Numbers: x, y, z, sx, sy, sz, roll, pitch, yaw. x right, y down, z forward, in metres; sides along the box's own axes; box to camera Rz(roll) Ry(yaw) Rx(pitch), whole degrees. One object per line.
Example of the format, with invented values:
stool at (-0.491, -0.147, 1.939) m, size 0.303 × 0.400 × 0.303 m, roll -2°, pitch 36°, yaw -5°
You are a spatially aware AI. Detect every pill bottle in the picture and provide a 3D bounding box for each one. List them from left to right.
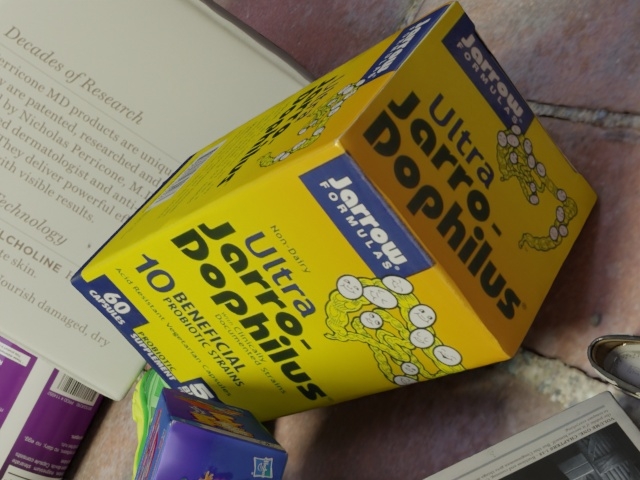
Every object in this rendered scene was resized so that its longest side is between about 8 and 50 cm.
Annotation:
pill bottle at (-0.386, 0.232, 1.305) m, size 0.181 × 0.181 × 0.323 m, roll 14°, pitch 76°, yaw 59°

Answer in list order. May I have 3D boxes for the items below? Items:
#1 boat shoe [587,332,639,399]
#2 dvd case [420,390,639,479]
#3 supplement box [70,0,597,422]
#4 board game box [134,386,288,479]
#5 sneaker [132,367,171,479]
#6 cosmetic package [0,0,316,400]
boat shoe at (0.219, 0.083, 0.666) m, size 0.125 × 0.038 × 0.046 m, roll 18°, pitch 80°, yaw 60°
dvd case at (0.143, 0.202, 0.604) m, size 0.179 × 0.029 × 0.238 m, roll -25°, pitch 33°, yaw -2°
supplement box at (0.000, 0.000, 0.858) m, size 0.356 × 0.194 × 0.195 m, roll -24°, pitch 22°, yaw 46°
board game box at (-0.121, 0.288, 0.748) m, size 0.233 × 0.078 × 0.347 m, roll 167°, pitch 120°, yaw -80°
sneaker at (-0.111, 0.178, 1.010) m, size 0.123 × 0.109 × 0.295 m, roll -56°, pitch 29°, yaw 14°
cosmetic package at (-0.245, -0.111, 1.190) m, size 0.393 × 0.327 × 0.329 m, roll -55°, pitch 15°, yaw 8°
